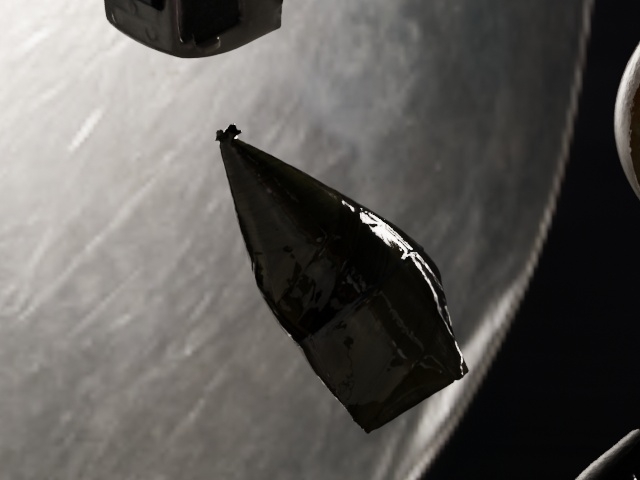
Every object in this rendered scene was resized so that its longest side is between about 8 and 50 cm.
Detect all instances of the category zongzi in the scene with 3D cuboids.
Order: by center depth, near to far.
[{"bbox_3d":[0.000,0.000,1.108,0.242,0.112,0.221,52,8,-12],"label":"zongzi"}]

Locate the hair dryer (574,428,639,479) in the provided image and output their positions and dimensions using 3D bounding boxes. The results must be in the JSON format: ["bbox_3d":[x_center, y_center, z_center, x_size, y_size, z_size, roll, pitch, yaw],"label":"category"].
[{"bbox_3d":[0.177,0.154,0.858,0.219,0.195,0.075,-41,118,-37],"label":"hair dryer"}]

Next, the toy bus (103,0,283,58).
[{"bbox_3d":[-0.089,-0.287,1.027,0.138,0.097,0.343,-33,138,-37],"label":"toy bus"}]

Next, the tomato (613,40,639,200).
[{"bbox_3d":[0.390,-0.096,1.350,0.222,0.270,0.270,-43,137,-34],"label":"tomato"}]
